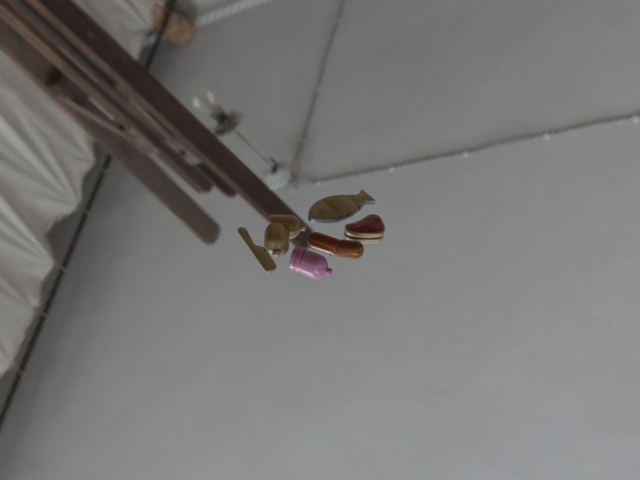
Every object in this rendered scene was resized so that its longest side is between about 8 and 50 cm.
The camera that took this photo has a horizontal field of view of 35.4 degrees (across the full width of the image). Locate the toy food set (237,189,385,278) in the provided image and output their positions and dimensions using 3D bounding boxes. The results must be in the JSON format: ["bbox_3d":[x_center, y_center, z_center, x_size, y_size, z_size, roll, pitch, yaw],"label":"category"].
[{"bbox_3d":[0.000,0.000,0.792,0.122,0.019,0.078,-15,-137,-24],"label":"toy food set"}]
